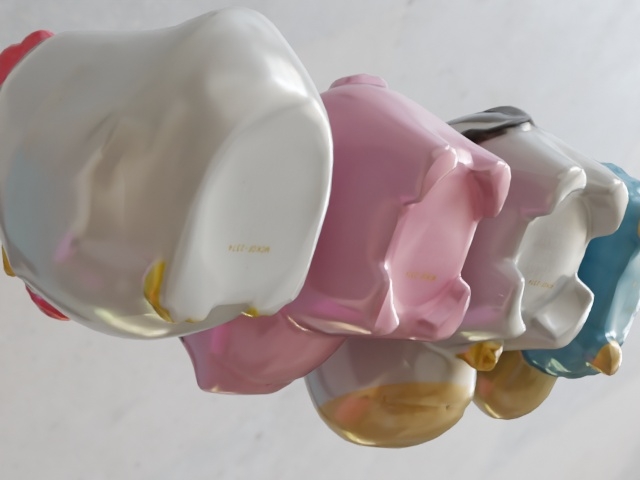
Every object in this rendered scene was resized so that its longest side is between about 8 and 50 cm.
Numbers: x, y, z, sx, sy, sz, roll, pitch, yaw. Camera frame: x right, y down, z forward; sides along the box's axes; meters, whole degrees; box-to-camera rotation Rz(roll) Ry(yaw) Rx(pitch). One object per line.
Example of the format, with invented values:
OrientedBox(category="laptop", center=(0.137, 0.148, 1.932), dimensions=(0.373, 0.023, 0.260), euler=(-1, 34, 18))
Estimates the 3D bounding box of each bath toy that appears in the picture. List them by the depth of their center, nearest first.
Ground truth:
OrientedBox(category="bath toy", center=(0.000, 0.000, 0.633), dimensions=(0.348, 0.129, 0.151), euler=(16, 99, -56))
